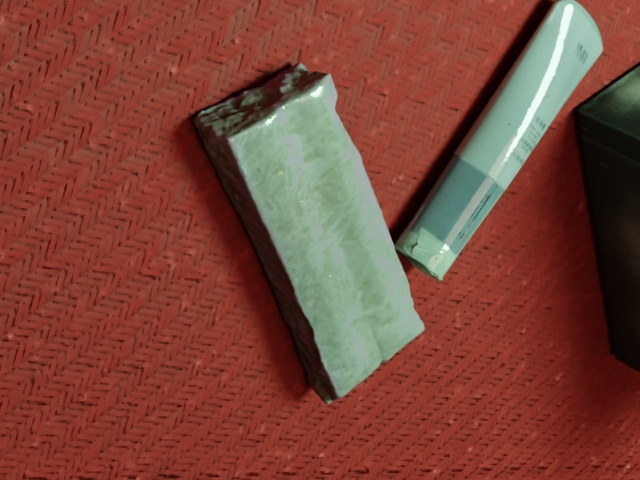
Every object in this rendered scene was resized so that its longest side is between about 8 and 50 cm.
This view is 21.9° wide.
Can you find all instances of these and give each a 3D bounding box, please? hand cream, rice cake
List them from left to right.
[{"bbox_3d":[0.001,-0.002,1.276,0.106,0.050,0.298,-39,132,-20],"label":"rice cake"},{"bbox_3d":[0.151,-0.083,1.369,0.255,0.048,0.079,-56,141,-6],"label":"hand cream"}]

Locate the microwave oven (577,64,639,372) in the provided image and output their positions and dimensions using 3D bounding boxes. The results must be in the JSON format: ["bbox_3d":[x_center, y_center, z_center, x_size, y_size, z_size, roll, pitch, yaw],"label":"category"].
[{"bbox_3d":[0.486,-0.061,1.537,0.432,0.236,0.374,-35,132,-22],"label":"microwave oven"}]
